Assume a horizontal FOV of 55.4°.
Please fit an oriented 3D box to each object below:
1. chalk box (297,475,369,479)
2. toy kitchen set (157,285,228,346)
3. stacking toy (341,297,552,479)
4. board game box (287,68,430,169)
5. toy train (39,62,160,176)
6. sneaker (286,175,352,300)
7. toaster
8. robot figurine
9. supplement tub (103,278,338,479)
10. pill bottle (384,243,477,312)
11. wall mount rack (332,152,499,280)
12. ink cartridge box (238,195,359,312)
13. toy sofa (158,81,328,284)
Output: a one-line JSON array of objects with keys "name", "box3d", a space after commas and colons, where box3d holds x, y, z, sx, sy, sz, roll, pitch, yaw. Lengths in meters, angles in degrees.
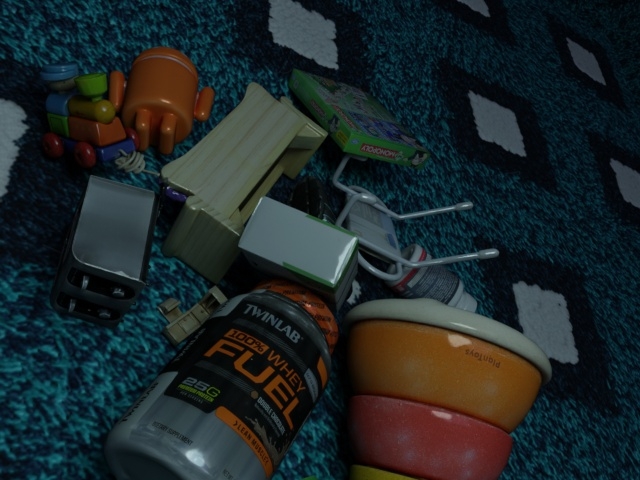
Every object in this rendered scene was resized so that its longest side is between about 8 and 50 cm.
[{"name": "chalk box", "box3d": [0.030, 0.415, 0.807, 0.213, 0.132, 0.132, 50, 14, 26]}, {"name": "toy kitchen set", "box3d": [-0.208, 0.106, 0.958, 0.068, 0.075, 0.083, 49, 41, 2]}, {"name": "stacking toy", "box3d": [0.146, 0.358, 0.953, 0.350, 0.350, 0.480, 27, 67, -20]}, {"name": "board game box", "box3d": [0.078, -0.274, 1.354, 0.213, 0.046, 0.317, 7, 34, -33]}, {"name": "toy train", "box3d": [-0.334, -0.190, 0.933, 0.248, 0.143, 0.105, 17, 34, 33]}, {"name": "sneaker", "box3d": [0.000, 0.000, 1.188, 0.106, 0.101, 0.267, 22, 52, -47]}, {"name": "toaster", "box3d": [-0.308, 0.010, 0.883, 0.110, 0.168, 0.186, 18, 53, -26]}, {"name": "robot figurine", "box3d": [-0.290, -0.261, 1.105, 0.128, 0.158, 0.219, 51, 32, -50]}, {"name": "supplement tub", "box3d": [-0.118, 0.218, 0.860, 0.207, 0.207, 0.338, 43, 45, -5]}, {"name": "pill bottle", "box3d": [0.231, 0.101, 1.264, 0.180, 0.108, 0.108, 39, 46, -9]}, {"name": "wall mount rack", "box3d": [0.171, -0.043, 1.217, 0.304, 0.130, 0.350, 25, 27, -15]}, {"name": "ink cartridge box", "box3d": [-0.027, 0.031, 0.982, 0.160, 0.219, 0.092, 23, 75, 10]}, {"name": "toy sofa", "box3d": [-0.150, -0.115, 1.097, 0.177, 0.150, 0.362, 36, 46, -5]}]
